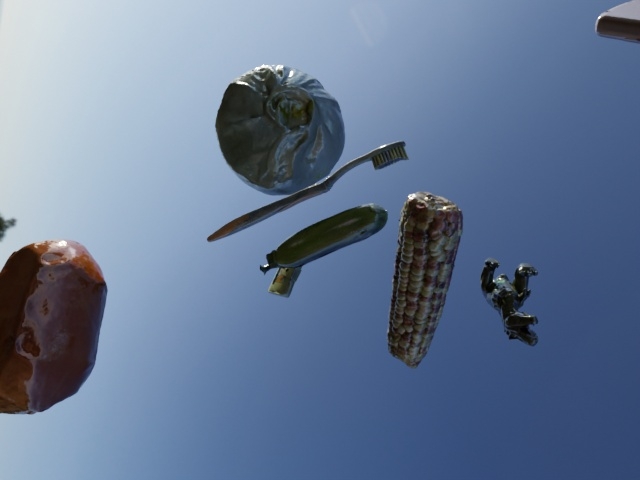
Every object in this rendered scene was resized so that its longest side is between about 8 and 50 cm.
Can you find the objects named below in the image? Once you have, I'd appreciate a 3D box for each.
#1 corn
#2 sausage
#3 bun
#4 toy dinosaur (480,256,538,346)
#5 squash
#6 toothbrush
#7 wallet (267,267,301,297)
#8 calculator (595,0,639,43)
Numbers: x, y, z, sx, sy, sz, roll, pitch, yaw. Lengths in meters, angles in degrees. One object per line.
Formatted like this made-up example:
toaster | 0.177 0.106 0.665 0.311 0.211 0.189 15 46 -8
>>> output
corn | 0.122 0.056 0.608 0.079 0.080 0.236 39 -50 52
sausage | -0.412 0.118 0.730 0.153 0.141 0.267 -12 -123 20
bun | -0.103 -0.303 1.296 0.211 0.362 0.361 114 -23 -76
toy dinosaur | 0.297 0.124 0.816 0.187 0.087 0.178 -61 160 -58
squash | 0.000 -0.002 1.137 0.332 0.087 0.087 -23 -122 15
toothbrush | -0.032 -0.074 0.813 0.376 0.028 0.037 -23 -103 15
wallet | -0.103 0.098 1.516 0.110 0.039 0.155 3 -114 59
calculator | 0.448 -0.281 0.638 0.175 0.100 0.032 38 -32 44
